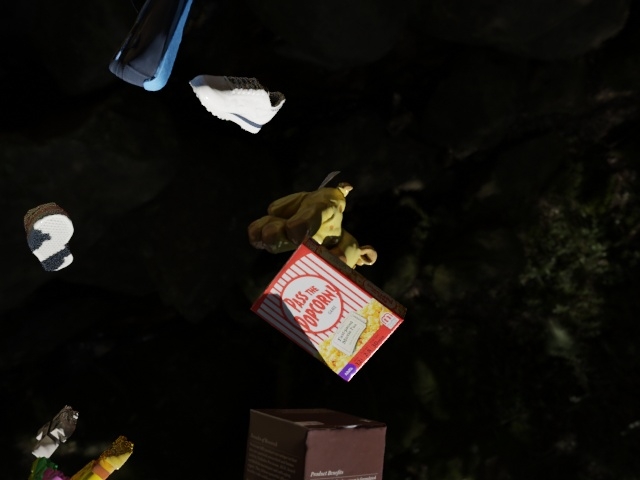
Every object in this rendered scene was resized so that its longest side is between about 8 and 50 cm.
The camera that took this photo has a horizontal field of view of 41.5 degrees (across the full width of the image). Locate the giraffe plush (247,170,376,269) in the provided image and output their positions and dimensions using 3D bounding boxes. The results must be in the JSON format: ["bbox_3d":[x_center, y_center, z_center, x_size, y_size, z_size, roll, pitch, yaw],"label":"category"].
[{"bbox_3d":[0.000,0.000,1.531,0.210,0.170,0.181,-38,-157,-25],"label":"giraffe plush"}]

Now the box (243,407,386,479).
[{"bbox_3d":[-0.013,0.387,1.376,0.169,0.203,0.167,8,175,-38],"label":"box"}]

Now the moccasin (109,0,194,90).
[{"bbox_3d":[-0.307,-0.453,1.589,0.117,0.341,0.137,15,157,-1],"label":"moccasin"}]

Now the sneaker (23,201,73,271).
[{"bbox_3d":[-0.316,-0.020,0.967,0.051,0.070,0.134,-19,161,-20],"label":"sneaker"}]

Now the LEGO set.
[{"bbox_3d":[-0.260,0.249,0.923,0.093,0.087,0.227,-45,-163,1],"label":"LEGO set"}]

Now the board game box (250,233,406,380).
[{"bbox_3d":[0.012,0.106,1.310,0.146,0.193,0.045,-52,-177,24],"label":"board game box"}]

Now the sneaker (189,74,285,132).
[{"bbox_3d":[-0.167,-0.293,1.693,0.095,0.090,0.235,-34,159,23],"label":"sneaker"}]
